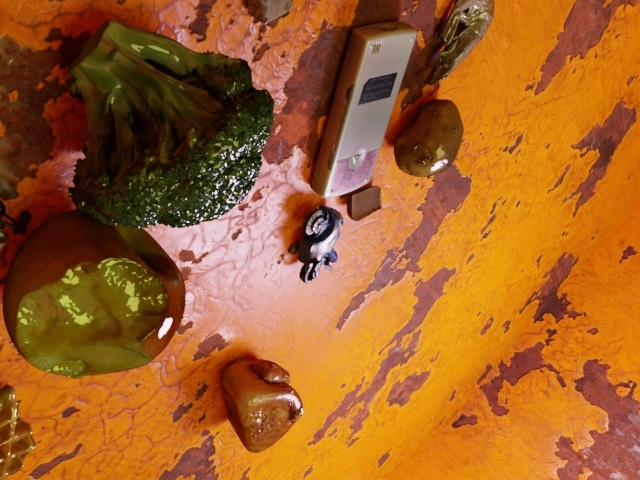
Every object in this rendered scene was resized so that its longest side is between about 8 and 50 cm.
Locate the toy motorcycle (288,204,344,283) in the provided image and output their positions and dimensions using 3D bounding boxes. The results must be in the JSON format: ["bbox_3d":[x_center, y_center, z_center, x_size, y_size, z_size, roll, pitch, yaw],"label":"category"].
[{"bbox_3d":[0.000,0.000,1.674,0.114,0.076,0.205,-39,150,-33],"label":"toy motorcycle"}]

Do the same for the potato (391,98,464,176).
[{"bbox_3d":[0.230,-0.207,1.695,0.176,0.137,0.137,-54,151,2],"label":"potato"}]

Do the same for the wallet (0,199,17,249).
[{"bbox_3d":[-0.552,0.036,0.967,0.335,0.068,0.274,23,101,-53],"label":"wallet"}]

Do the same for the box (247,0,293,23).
[{"bbox_3d":[-0.075,-0.366,1.176,0.062,0.045,0.098,-37,147,-24],"label":"box"}]

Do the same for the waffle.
[{"bbox_3d":[-0.582,0.351,1.275,0.309,0.065,0.283,-43,149,-11],"label":"waffle"}]

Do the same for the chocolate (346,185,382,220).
[{"bbox_3d":[0.088,-0.083,1.735,0.101,0.031,0.064,-29,127,-39],"label":"chocolate"}]

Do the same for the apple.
[{"bbox_3d":[-0.319,0.085,1.154,0.226,0.246,0.246,-46,151,9],"label":"apple"}]

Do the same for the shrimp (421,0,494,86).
[{"bbox_3d":[0.265,-0.400,1.602,0.223,0.047,0.126,-54,144,-4],"label":"shrimp"}]

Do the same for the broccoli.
[{"bbox_3d":[-0.210,-0.141,1.064,0.308,0.308,0.275,-48,116,-4],"label":"broccoli"}]

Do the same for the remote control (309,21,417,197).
[{"bbox_3d":[0.075,-0.234,1.523,0.145,0.050,0.344,-21,140,-42],"label":"remote control"}]

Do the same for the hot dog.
[{"bbox_3d":[-0.126,0.354,1.827,0.153,0.150,0.256,-27,144,-20],"label":"hot dog"}]
